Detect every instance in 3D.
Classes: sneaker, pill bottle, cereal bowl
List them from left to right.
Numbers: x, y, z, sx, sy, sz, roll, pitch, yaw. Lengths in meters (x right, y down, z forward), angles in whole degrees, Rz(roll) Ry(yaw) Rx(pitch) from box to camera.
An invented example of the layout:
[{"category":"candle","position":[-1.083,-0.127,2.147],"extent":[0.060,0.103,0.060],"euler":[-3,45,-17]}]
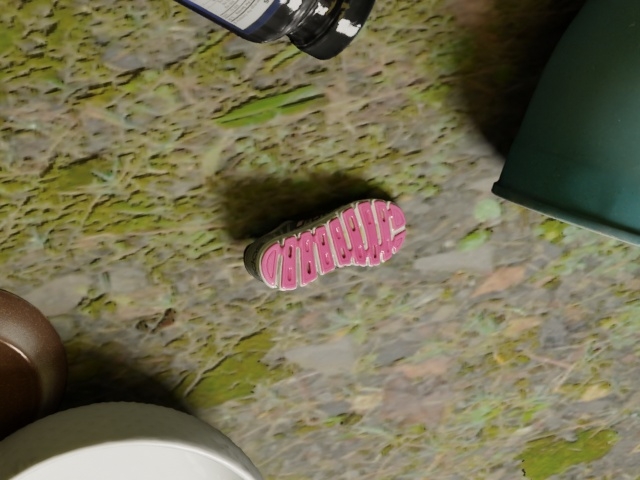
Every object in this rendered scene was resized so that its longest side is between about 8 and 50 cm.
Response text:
[{"category":"cereal bowl","position":[-0.204,0.286,1.285],"extent":[0.338,0.141,0.339],"euler":[-8,122,-14]},{"category":"pill bottle","position":[-0.066,-0.229,1.063],"extent":[0.219,0.123,0.123],"euler":[25,108,-28]},{"category":"sneaker","position":[0.000,0.000,1.249],"extent":[0.170,0.074,0.063],"euler":[-21,106,-32]}]

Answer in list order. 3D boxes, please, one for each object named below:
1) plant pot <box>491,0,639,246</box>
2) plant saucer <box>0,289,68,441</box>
[{"category":"plant pot","position":[0.314,-0.123,1.175],"extent":[0.271,0.271,0.255],"euler":[14,97,-23]},{"category":"plant saucer","position":[-0.325,0.134,1.230],"extent":[0.198,0.036,0.199],"euler":[-8,120,-13]}]
